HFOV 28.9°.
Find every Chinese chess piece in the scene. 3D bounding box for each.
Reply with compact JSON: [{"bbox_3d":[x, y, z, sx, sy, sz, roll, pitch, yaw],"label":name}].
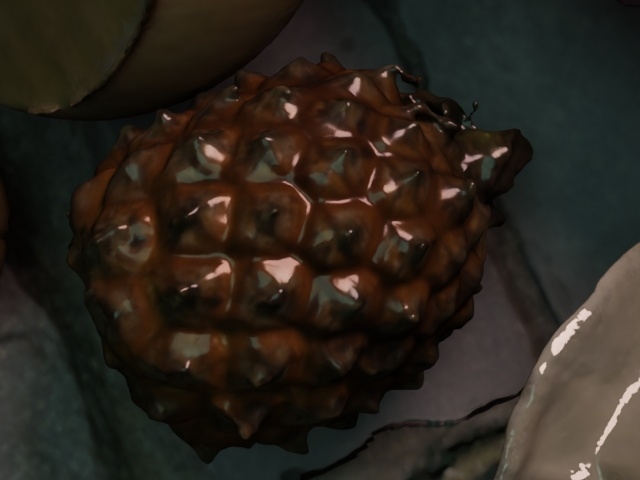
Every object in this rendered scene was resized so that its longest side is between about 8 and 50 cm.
[{"bbox_3d":[-0.106,-0.178,0.521,0.257,0.104,0.257,19,119,39],"label":"Chinese chess piece"}]

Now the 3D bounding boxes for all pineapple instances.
[{"bbox_3d":[0.000,0.000,0.514,0.193,0.166,0.166,-24,80,1],"label":"pineapple"}]

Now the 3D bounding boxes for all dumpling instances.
[{"bbox_3d":[0.124,0.113,0.485,0.166,0.126,0.216,18,110,-27],"label":"dumpling"}]

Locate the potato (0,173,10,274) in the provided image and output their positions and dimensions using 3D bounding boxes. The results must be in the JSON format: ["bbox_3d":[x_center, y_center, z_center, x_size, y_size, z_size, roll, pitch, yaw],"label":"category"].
[{"bbox_3d":[-0.253,0.002,0.595,0.243,0.098,0.138,-21,77,14],"label":"potato"}]

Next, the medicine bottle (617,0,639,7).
[{"bbox_3d":[0.162,-0.196,0.479,0.212,0.212,0.325,-42,79,4],"label":"medicine bottle"}]
